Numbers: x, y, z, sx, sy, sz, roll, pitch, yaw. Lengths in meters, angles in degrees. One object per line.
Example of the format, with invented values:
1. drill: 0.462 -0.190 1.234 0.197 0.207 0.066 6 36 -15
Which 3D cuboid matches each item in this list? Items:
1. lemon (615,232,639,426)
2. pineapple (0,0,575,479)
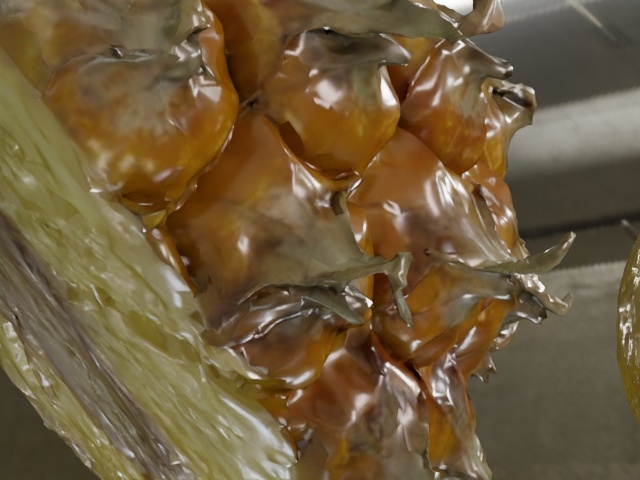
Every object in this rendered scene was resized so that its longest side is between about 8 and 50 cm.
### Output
1. lemon: 0.331 0.066 1.033 0.253 0.253 0.310 -28 -130 26
2. pineapple: 0.002 0.003 0.533 0.209 0.286 0.344 -41 -166 -19
